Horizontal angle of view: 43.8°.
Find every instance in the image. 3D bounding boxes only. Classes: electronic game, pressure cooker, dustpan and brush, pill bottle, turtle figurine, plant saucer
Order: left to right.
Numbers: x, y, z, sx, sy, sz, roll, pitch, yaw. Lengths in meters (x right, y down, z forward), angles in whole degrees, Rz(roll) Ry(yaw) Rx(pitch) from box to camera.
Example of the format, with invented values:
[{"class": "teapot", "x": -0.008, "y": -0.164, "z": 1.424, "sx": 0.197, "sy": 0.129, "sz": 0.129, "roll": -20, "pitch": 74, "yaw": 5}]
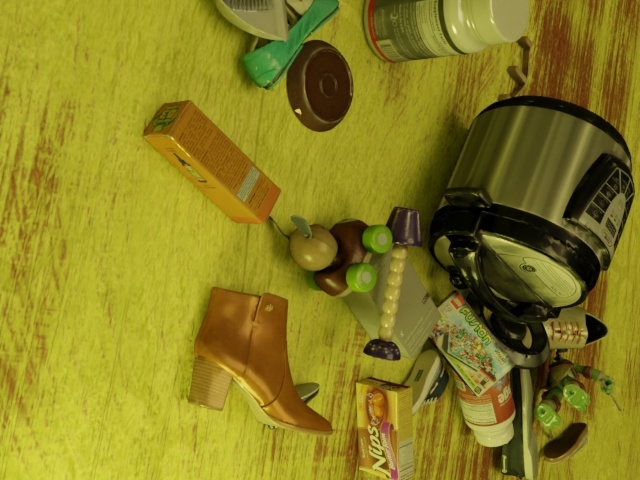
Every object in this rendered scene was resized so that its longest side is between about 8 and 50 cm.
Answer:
[{"class": "dustpan and brush", "x": -0.146, "y": -0.399, "z": 1.265, "sx": 0.211, "sy": 0.060, "sz": 0.147, "roll": -2, "pitch": 75, "yaw": -22}, {"class": "plant saucer", "x": 0.007, "y": -0.285, "z": 1.465, "sx": 0.168, "sy": 0.029, "sz": 0.169, "roll": -4, "pitch": 95, "yaw": -45}, {"class": "pill bottle", "x": 0.235, "y": -0.429, "z": 1.501, "sx": 0.161, "sy": 0.283, "sz": 0.161, "roll": -5, "pitch": 97, "yaw": -46}, {"class": "pill bottle", "x": 0.381, "y": 0.361, "z": 1.836, "sx": 0.121, "sy": 0.121, "sz": 0.216, "roll": -35, "pitch": 118, "yaw": -38}, {"class": "electronic game", "x": 0.433, "y": 0.197, "z": 1.842, "sx": 0.229, "sy": 0.048, "sz": 0.229, "roll": 19, "pitch": 42, "yaw": -18}, {"class": "pressure cooker", "x": 0.432, "y": -0.040, "z": 1.684, "sx": 0.375, "sy": 0.369, "sz": 0.420, "roll": 102, "pitch": 13, "yaw": -70}, {"class": "turtle figurine", "x": 0.654, "y": 0.417, "z": 2.038, "sx": 0.266, "sy": 0.197, "sz": 0.275, "roll": -17, "pitch": 101, "yaw": -65}]

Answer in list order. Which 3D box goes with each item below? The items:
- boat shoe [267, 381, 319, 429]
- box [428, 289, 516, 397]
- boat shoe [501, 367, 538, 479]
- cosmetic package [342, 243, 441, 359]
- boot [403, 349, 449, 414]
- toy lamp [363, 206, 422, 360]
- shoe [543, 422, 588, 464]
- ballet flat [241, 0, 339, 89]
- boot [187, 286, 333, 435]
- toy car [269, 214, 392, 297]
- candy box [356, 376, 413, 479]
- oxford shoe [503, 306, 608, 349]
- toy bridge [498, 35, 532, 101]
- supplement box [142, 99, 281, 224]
[{"class": "boat shoe", "x": -0.050, "y": 0.299, "z": 1.444, "sx": 0.125, "sy": 0.046, "sz": 0.038, "roll": -28, "pitch": 113, "yaw": -38}, {"class": "box", "x": 0.313, "y": 0.222, "z": 1.722, "sx": 0.114, "sy": 0.036, "sz": 0.207, "roll": -40, "pitch": 93, "yaw": -6}, {"class": "boat shoe", "x": 0.477, "y": 0.447, "z": 1.963, "sx": 0.114, "sy": 0.091, "sz": 0.303, "roll": -19, "pitch": 105, "yaw": -64}, {"class": "cosmetic package", "x": 0.129, "y": 0.109, "z": 1.572, "sx": 0.127, "sy": 0.107, "sz": 0.238, "roll": -53, "pitch": 130, "yaw": -24}, {"class": "boot", "x": 0.219, "y": 0.331, "z": 1.704, "sx": 0.190, "sy": 0.069, "sz": 0.086, "roll": -52, "pitch": 124, "yaw": -31}, {"class": "toy lamp", "x": 0.133, "y": 0.076, "z": 1.453, "sx": 0.080, "sy": 0.080, "sz": 0.275, "roll": 10, "pitch": 93, "yaw": -46}, {"class": "shoe", "x": 0.684, "y": 0.571, "z": 2.197, "sx": 0.219, "sy": 0.076, "sz": 0.058, "roll": -20, "pitch": 103, "yaw": -45}, {"class": "ballet flat", "x": -0.053, "y": -0.364, "z": 1.363, "sx": 0.087, "sy": 0.083, "sz": 0.247, "roll": 47, "pitch": 58, "yaw": -21}, {"class": "boot", "x": -0.076, "y": 0.203, "z": 1.346, "sx": 0.295, "sy": 0.104, "sz": 0.211, "roll": 24, "pitch": 73, "yaw": -30}, {"class": "toy car", "x": 0.000, "y": 0.000, "z": 1.408, "sx": 0.188, "sy": 0.155, "sz": 0.149, "roll": 34, "pitch": 69, "yaw": -29}, {"class": "candy box", "x": 0.128, "y": 0.376, "z": 1.588, "sx": 0.053, "sy": 0.109, "sz": 0.187, "roll": -8, "pitch": 100, "yaw": -45}, {"class": "oxford shoe", "x": 0.592, "y": 0.213, "z": 2.020, "sx": 0.397, "sy": 0.146, "sz": 0.141, "roll": -2, "pitch": 97, "yaw": -45}, {"class": "toy bridge", "x": 0.480, "y": -0.401, "z": 1.939, "sx": 0.063, "sy": 0.026, "sz": 0.188, "roll": 35, "pitch": 69, "yaw": -43}, {"class": "supplement box", "x": -0.167, "y": -0.120, "z": 1.265, "sx": 0.233, "sy": 0.078, "sz": 0.080, "roll": 43, "pitch": 64, "yaw": -40}]
